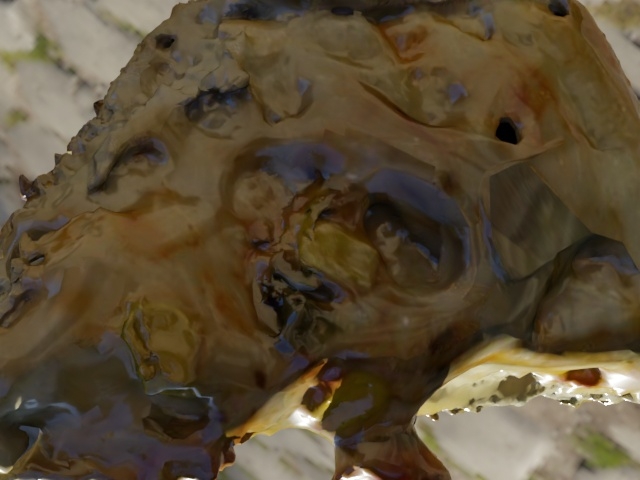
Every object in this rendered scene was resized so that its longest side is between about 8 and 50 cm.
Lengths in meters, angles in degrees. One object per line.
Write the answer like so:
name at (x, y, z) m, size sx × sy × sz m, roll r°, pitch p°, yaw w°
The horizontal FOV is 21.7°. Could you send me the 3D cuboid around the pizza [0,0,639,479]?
pizza at (0.000, 0.000, 0.566) m, size 0.071 × 0.297 × 0.189 m, roll 153°, pitch 108°, yaw -66°
